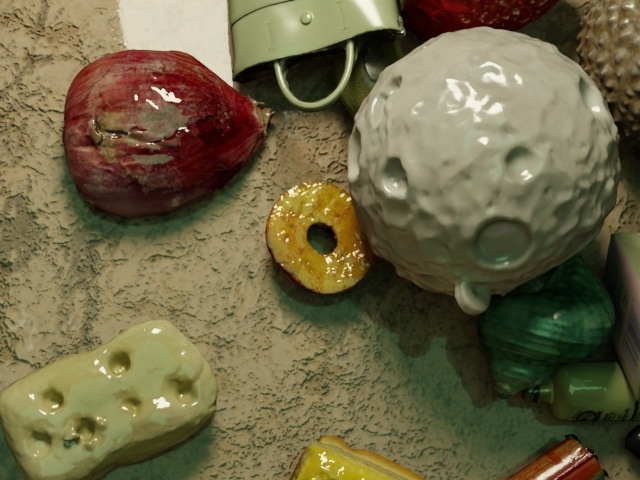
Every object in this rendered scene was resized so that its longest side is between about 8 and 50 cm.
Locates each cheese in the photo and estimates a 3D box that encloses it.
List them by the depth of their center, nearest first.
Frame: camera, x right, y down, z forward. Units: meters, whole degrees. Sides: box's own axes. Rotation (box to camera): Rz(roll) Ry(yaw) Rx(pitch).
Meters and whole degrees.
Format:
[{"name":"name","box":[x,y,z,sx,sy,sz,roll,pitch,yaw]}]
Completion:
[{"name":"cheese","box":[-0.259,0.204,1.464,0.263,0.093,0.159,-24,82,-11]}]

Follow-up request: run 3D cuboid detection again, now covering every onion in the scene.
[{"name":"onion","box":[-0.195,-0.155,1.540,0.284,0.120,0.227,-10,83,-8]}]

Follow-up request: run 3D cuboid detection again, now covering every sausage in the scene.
[{"name":"sausage","box":[0.233,0.342,1.485,0.264,0.083,0.083,-31,82,-11]}]

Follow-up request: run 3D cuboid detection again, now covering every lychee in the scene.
[{"name":"lychee","box":[0.487,-0.246,1.551,0.300,0.300,0.300,1,77,-5]}]

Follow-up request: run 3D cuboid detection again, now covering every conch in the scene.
[{"name":"conch","box":[0.278,0.103,1.499,0.202,0.196,0.134,-39,101,-13]}]

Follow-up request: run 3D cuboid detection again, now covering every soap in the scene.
[{"name":"soap","box":[0.468,0.092,1.495,0.182,0.138,0.199,-2,37,-5]}]

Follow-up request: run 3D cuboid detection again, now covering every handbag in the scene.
[{"name":"handbag","box":[-0.012,-0.309,1.572,0.241,0.109,0.315,-14,75,17]}]

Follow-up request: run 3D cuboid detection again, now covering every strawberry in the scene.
[{"name":"strawberry","box":[0.224,-0.378,1.569,0.277,0.257,0.257,-1,77,-14]}]

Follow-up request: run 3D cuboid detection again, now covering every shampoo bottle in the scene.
[{"name":"shampoo bottle","box":[0.340,0.194,1.529,0.162,0.079,0.079,0,77,-6]}]

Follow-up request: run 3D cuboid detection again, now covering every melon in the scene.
[{"name":"melon","box":[0.066,-0.235,1.594,0.099,0.099,0.162,-4,76,-6]}]

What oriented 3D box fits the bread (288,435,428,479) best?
[{"name":"bread","box":[0.075,0.433,1.378,0.333,0.143,0.323,25,95,3]}]

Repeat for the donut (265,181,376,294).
[{"name":"donut","box":[0.000,0.000,1.553,0.152,0.058,0.151,1,78,-6]}]

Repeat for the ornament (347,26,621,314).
[{"name":"ornament","box":[0.192,-0.102,1.450,0.337,0.337,0.337,1,77,-5]}]

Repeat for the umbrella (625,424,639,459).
[{"name":"umbrella","box":[0.532,0.354,1.517,0.337,0.067,0.073,38,63,4]}]
